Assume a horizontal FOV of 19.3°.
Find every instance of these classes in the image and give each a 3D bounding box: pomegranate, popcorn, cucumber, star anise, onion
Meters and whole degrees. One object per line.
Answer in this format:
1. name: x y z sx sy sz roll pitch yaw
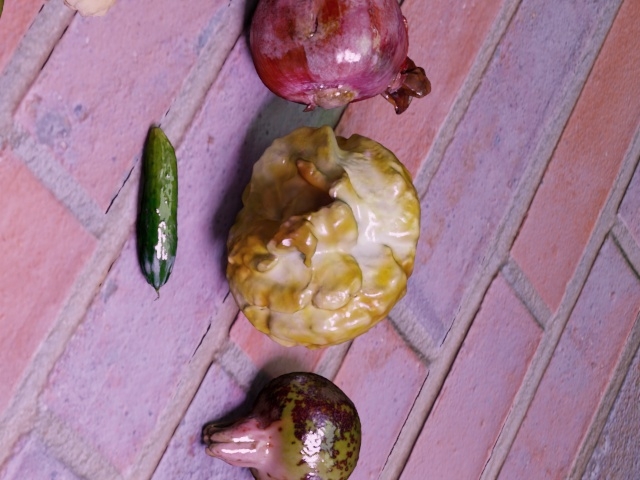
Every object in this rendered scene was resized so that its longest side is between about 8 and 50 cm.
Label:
1. pomegranate: -0.039 0.200 1.940 0.125 0.163 0.138 -90 -169 -69
2. popcorn: 0.000 0.000 1.861 0.183 0.204 0.221 34 53 -34
3. cucumber: -0.154 -0.024 1.790 0.039 0.039 0.168 -6 100 -51
4. star anise: 0.053 -0.222 1.983 0.070 0.097 0.191 -37 109 -21
5. onion: 0.004 -0.227 1.876 0.159 0.159 0.195 12 64 -52

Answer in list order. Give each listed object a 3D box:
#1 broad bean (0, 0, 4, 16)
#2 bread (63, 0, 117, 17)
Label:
1. broad bean: -0.300 -0.246 1.554 0.061 0.046 0.195 -44 131 -41
2. bread: -0.232 -0.332 1.401 0.236 0.165 0.375 -64 155 -2
